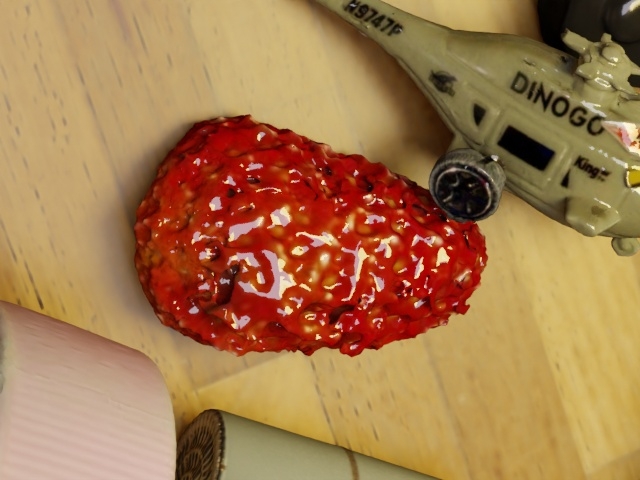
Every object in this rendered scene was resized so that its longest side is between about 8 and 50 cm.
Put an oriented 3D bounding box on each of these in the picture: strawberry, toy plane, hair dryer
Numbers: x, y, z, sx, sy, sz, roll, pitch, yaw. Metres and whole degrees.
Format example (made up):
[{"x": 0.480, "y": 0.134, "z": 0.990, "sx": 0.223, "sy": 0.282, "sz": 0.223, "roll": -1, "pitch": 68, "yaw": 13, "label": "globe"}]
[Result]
[{"x": 0.000, "y": 0.000, "z": 0.967, "sx": 0.188, "sy": 0.082, "sz": 0.121, "roll": 4, "pitch": 93, "yaw": -12, "label": "strawberry"}, {"x": 0.067, "y": -0.087, "z": 0.957, "sx": 0.286, "sy": 0.092, "sz": 0.108, "roll": 30, "pitch": 133, "yaw": 4, "label": "toy plane"}, {"x": -0.041, "y": 0.273, "z": 0.995, "sx": 0.173, "sy": 0.107, "sz": 0.357, "roll": 20, "pitch": 101, "yaw": -15, "label": "hair dryer"}]

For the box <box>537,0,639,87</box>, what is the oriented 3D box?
[{"x": 0.280, "y": -0.191, "z": 0.992, "sx": 0.289, "sy": 0.073, "sz": 0.290, "roll": 15, "pitch": 108, "yaw": -18, "label": "box"}]

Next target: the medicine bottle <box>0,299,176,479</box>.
[{"x": -0.250, "y": 0.098, "z": 0.824, "sx": 0.325, "sy": 0.256, "sz": 0.256, "roll": 21, "pitch": 91, "yaw": -26, "label": "medicine bottle"}]
